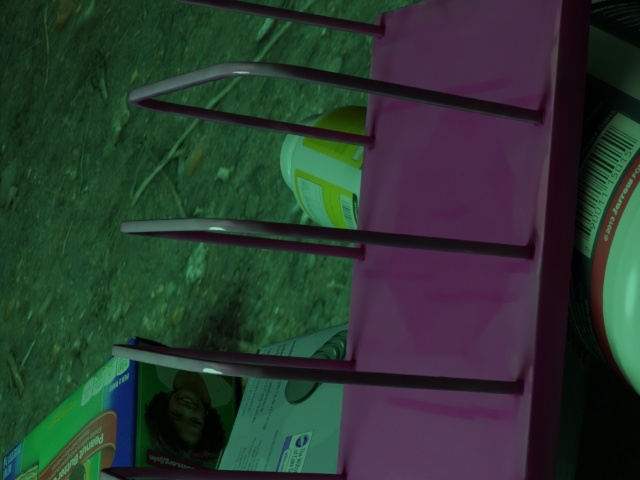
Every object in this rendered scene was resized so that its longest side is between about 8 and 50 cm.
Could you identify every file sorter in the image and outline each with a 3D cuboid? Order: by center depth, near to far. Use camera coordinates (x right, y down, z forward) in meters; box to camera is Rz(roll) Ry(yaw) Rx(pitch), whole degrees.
[{"bbox_3d":[0.000,0.000,0.831,0.202,0.182,0.290,178,97,-65],"label":"file sorter"}]

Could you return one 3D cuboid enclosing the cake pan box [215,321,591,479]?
[{"bbox_3d":[0.041,0.151,1.000,0.246,0.070,0.267,-21,34,32],"label":"cake pan box"}]

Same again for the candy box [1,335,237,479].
[{"bbox_3d":[-0.186,0.290,1.406,0.268,0.122,0.317,-42,41,41],"label":"candy box"}]

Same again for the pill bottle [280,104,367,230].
[{"bbox_3d":[0.039,-0.050,1.244,0.184,0.103,0.103,28,97,61],"label":"pill bottle"}]

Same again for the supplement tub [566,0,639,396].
[{"bbox_3d":[0.185,-0.028,0.884,0.191,0.191,0.272,-64,29,11],"label":"supplement tub"}]
